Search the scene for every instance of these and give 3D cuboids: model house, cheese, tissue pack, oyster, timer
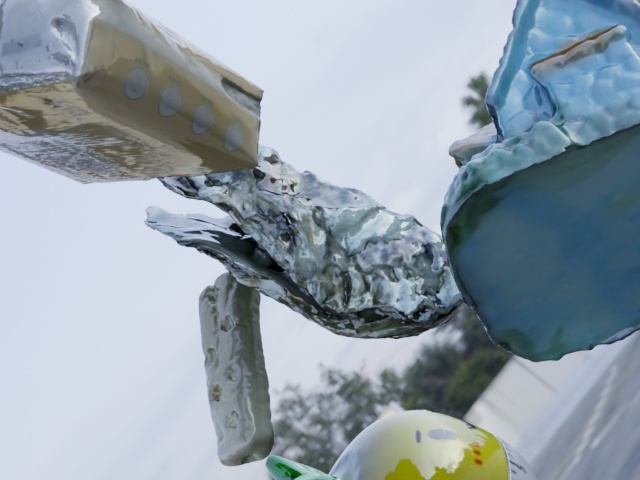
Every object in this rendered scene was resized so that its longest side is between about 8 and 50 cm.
[{"bbox_3d":[0.190,-0.080,0.974,0.226,0.241,0.261,-22,-38,10],"label":"model house"},{"bbox_3d":[-0.080,0.119,1.161,0.065,0.194,0.043,-28,-38,26],"label":"cheese"},{"bbox_3d":[-0.168,-0.105,0.873,0.222,0.186,0.090,23,-112,-61],"label":"tissue pack"},{"bbox_3d":[0.002,0.003,1.105,0.162,0.351,0.158,-40,-43,-49],"label":"oyster"},{"bbox_3d":[0.063,0.287,1.266,0.285,0.285,0.285,-48,-12,-14],"label":"timer"}]
